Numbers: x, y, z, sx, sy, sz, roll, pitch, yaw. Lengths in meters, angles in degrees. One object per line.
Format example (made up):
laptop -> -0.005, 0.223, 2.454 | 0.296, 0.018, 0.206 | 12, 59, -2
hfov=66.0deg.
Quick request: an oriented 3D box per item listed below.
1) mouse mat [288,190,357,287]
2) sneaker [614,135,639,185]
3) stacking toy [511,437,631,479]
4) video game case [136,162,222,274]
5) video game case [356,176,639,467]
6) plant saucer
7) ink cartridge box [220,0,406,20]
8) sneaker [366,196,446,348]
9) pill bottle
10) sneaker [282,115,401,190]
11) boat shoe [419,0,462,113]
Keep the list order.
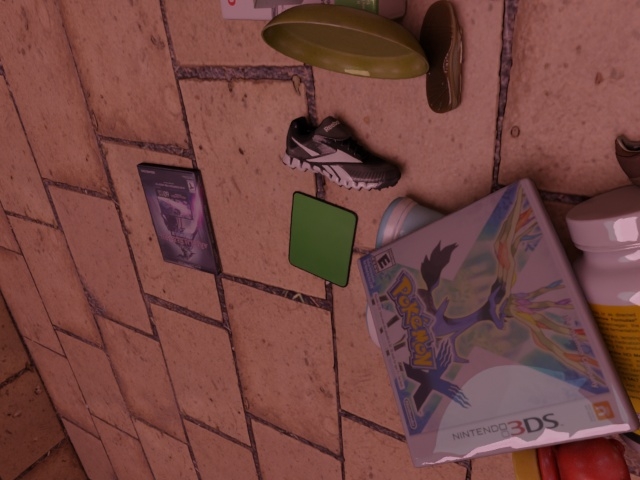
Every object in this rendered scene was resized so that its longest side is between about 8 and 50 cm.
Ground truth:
mouse mat -> 0.000, 0.000, 1.024 | 0.152, 0.007, 0.190 | 22, 126, 22
sneaker -> 0.445, -0.131, 0.582 | 0.071, 0.066, 0.188 | 54, 141, 0
stacking toy -> 0.396, 0.309, 0.758 | 0.130, 0.309, 0.280 | -17, 120, 29
video game case -> -0.348, -0.052, 1.222 | 0.196, 0.026, 0.274 | 11, 121, 30
video game case -> 0.213, 0.122, 0.692 | 0.299, 0.036, 0.329 | -29, 65, 33
plant saucer -> 0.038, -0.280, 0.696 | 0.240, 0.241, 0.037 | 15, 97, 27
ink cartridge box -> -0.020, -0.424, 0.707 | 0.272, 0.115, 0.199 | 14, 124, 28
sneaker -> 0.198, 0.096, 0.864 | 0.208, 0.127, 0.319 | 18, 126, 27
pill bottle -> 0.444, 0.101, 0.643 | 0.187, 0.188, 0.334 | -16, 101, 40
sneaker -> 0.031, -0.158, 0.858 | 0.234, 0.078, 0.106 | 21, 129, 26
boat shoe -> 0.182, -0.266, 0.718 | 0.056, 0.048, 0.153 | 7, 114, 43
